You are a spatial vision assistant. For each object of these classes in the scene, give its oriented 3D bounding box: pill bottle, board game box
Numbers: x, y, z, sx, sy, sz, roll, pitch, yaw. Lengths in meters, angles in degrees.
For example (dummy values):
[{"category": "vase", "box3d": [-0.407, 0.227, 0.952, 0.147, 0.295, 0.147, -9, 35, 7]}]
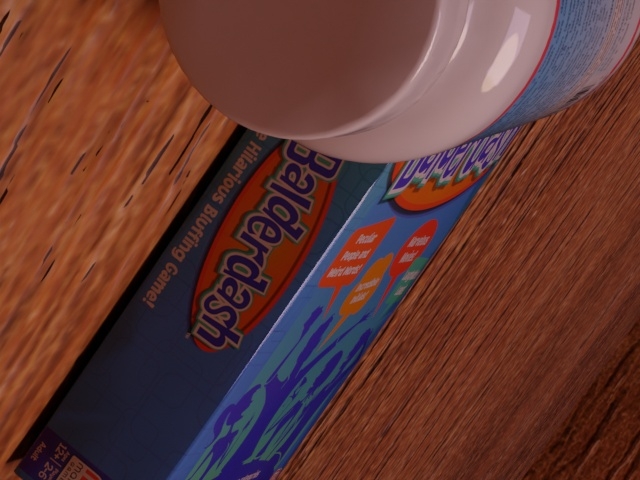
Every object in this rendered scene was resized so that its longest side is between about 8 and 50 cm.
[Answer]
[{"category": "pill bottle", "box3d": [0.025, -0.066, 0.480, 0.087, 0.087, 0.160, -57, 167, 20]}, {"category": "board game box", "box3d": [0.000, 0.000, 0.659, 0.210, 0.047, 0.160, -56, 167, 10]}]
